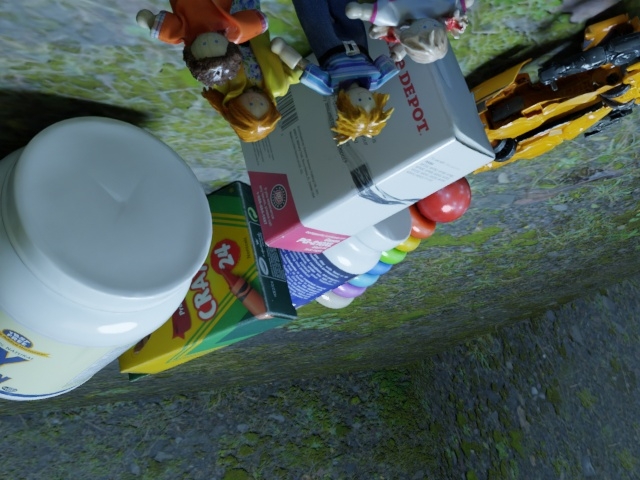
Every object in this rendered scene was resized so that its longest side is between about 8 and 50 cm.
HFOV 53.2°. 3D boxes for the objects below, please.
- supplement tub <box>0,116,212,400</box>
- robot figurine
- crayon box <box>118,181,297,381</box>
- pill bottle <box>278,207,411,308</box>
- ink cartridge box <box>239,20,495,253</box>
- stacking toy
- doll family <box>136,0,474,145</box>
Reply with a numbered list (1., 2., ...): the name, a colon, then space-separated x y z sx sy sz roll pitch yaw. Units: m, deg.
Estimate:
1. supplement tub: -0.289 0.031 0.726 0.235 0.236 0.325 3 153 -41
2. robot figurine: 0.291 -0.178 0.801 0.291 0.085 0.211 -24 159 29
3. crayon box: -0.206 0.072 0.948 0.318 0.202 0.081 -25 158 23
4. pill bottle: 0.000 0.000 0.978 0.153 0.153 0.264 6 152 -46
5. ink cartridge box: 0.037 -0.113 0.670 0.237 0.172 0.100 -28 157 32
6. stacking toy: 0.111 -0.017 1.086 0.330 0.141 0.141 -37 152 32
7. doll family: -0.012 -0.159 0.522 0.262 0.163 0.118 -10 160 -15
